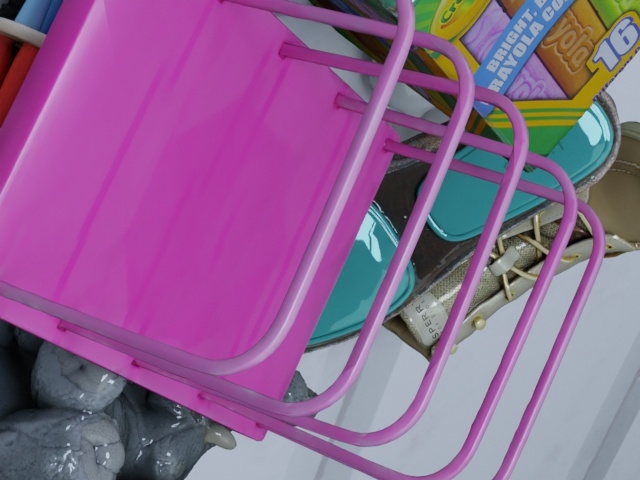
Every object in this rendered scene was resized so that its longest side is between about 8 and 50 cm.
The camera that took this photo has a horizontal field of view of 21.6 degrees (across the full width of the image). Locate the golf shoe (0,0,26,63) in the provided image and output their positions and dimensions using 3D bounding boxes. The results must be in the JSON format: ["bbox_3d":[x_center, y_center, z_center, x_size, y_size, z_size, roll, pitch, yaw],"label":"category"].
[{"bbox_3d":[-0.145,-0.070,0.875,0.198,0.077,0.094,-45,167,0],"label":"golf shoe"}]

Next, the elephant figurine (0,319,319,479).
[{"bbox_3d":[-0.135,0.120,1.001,0.239,0.186,0.169,48,52,-59],"label":"elephant figurine"}]

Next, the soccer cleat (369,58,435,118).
[{"bbox_3d":[0.117,-0.143,1.116,0.196,0.068,0.076,-27,141,-26],"label":"soccer cleat"}]

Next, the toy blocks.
[{"bbox_3d":[-0.177,-0.082,0.790,0.123,0.054,0.148,25,85,-15],"label":"toy blocks"}]

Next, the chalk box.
[{"bbox_3d":[0.063,-0.193,0.877,0.179,0.180,0.289,-49,149,2],"label":"chalk box"}]

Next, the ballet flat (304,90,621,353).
[{"bbox_3d":[0.053,-0.015,1.124,0.316,0.107,0.106,-24,-168,3],"label":"ballet flat"}]

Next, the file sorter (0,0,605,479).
[{"bbox_3d":[0.000,0.000,0.831,0.291,0.182,0.202,36,75,-56],"label":"file sorter"}]

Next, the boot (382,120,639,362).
[{"bbox_3d":[0.146,0.005,1.190,0.203,0.262,0.095,-35,104,-15],"label":"boot"}]
